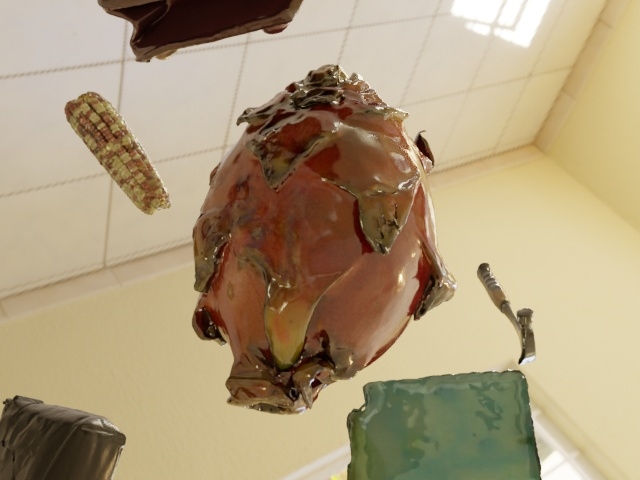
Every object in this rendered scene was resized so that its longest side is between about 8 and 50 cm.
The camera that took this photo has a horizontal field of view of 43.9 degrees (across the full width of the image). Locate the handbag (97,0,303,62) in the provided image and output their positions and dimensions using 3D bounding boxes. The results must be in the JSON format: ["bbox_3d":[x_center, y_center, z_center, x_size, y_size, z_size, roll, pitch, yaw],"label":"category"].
[{"bbox_3d":[-0.056,-0.235,0.659,0.203,0.216,0.074,-57,132,-34],"label":"handbag"}]

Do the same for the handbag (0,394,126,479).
[{"bbox_3d":[-0.349,0.307,0.920,0.080,0.223,0.246,36,63,-43],"label":"handbag"}]

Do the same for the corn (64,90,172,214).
[{"bbox_3d":[-0.324,-0.139,1.276,0.080,0.237,0.079,-35,172,-6],"label":"corn"}]

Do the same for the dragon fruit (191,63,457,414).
[{"bbox_3d":[0.000,0.004,0.745,0.251,0.314,0.250,-4,148,-2],"label":"dragon fruit"}]

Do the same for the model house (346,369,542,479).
[{"bbox_3d":[0.171,0.329,1.163,0.262,0.225,0.241,-5,158,3],"label":"model house"}]

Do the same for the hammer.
[{"bbox_3d":[0.225,0.081,0.971,0.021,0.201,0.078,-11,112,0],"label":"hammer"}]
